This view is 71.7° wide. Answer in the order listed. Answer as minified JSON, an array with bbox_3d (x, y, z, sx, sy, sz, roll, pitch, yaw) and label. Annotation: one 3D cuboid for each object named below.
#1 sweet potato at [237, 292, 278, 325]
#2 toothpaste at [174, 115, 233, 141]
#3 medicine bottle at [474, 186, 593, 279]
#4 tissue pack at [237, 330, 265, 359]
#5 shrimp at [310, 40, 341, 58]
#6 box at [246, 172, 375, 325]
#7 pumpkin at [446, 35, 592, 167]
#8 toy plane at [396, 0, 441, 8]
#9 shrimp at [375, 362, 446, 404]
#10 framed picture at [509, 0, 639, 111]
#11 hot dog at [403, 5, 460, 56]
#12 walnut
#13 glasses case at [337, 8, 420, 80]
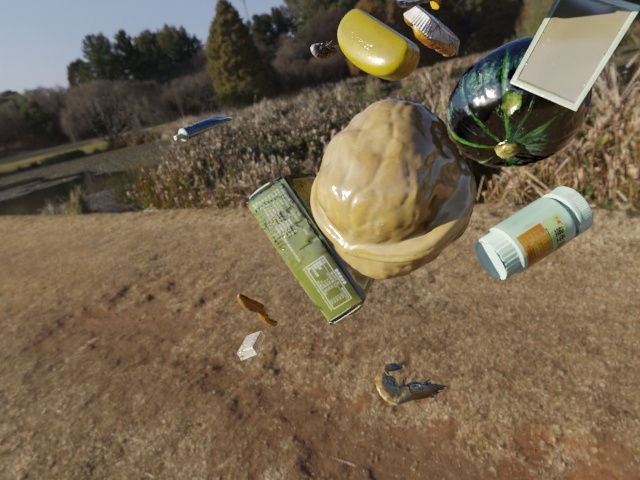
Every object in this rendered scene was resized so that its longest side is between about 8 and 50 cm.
[{"bbox_3d":[-0.177,0.189,1.230,0.044,0.179,0.044,-18,48,22],"label":"sweet potato"},{"bbox_3d":[-0.313,-0.302,1.180,0.056,0.035,0.197,15,36,28],"label":"toothpaste"},{"bbox_3d":[0.630,-0.018,1.326,0.317,0.158,0.158,-29,23,-8],"label":"medicine bottle"},{"bbox_3d":[-0.206,0.311,1.320,0.063,0.035,0.083,-26,19,23],"label":"tissue pack"},{"bbox_3d":[0.029,-0.772,1.795,0.165,0.065,0.056,-30,16,-36],"label":"shrimp"},{"bbox_3d":[0.000,0.000,1.345,0.138,0.421,0.373,-33,1,17],"label":"box"},{"bbox_3d":[0.447,-0.295,1.022,0.314,0.315,0.239,-2,60,28],"label":"pumpkin"},{"bbox_3d":[0.282,-0.444,0.718,0.204,0.103,0.316,-42,36,-7],"label":"toy plane"},{"bbox_3d":[0.347,0.550,1.735,0.295,0.058,0.169,1,48,-22],"label":"shrimp"},{"bbox_3d":[0.455,-0.350,0.808,0.011,0.183,0.142,-9,40,-46],"label":"framed picture"},{"bbox_3d":[0.357,-0.650,1.395,0.267,0.144,0.075,3,-40,-49],"label":"hot dog"},{"bbox_3d":[0.122,-0.077,0.768,0.284,0.297,0.286,-8,53,10],"label":"walnut"},{"bbox_3d":[0.197,-0.731,1.672,0.141,0.173,0.371,-2,42,-44],"label":"glasses case"}]
